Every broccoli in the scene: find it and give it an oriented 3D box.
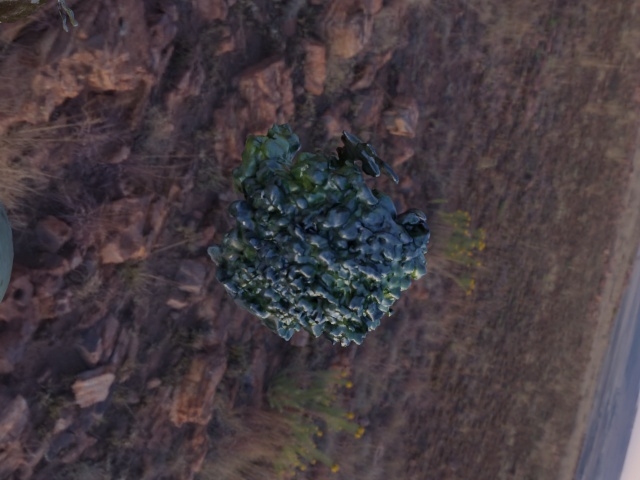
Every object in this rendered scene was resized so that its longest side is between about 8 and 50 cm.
[{"bbox_3d":[-0.013,-0.013,0.598,0.177,0.198,0.275,-42,-173,4],"label":"broccoli"}]

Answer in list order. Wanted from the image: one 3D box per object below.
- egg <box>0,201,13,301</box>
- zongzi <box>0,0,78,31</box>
[{"bbox_3d":[-0.598,0.020,0.815,0.345,0.428,0.345,17,65,-39],"label":"egg"},{"bbox_3d":[-0.364,-0.216,0.476,0.248,0.240,0.111,-52,142,-72],"label":"zongzi"}]
